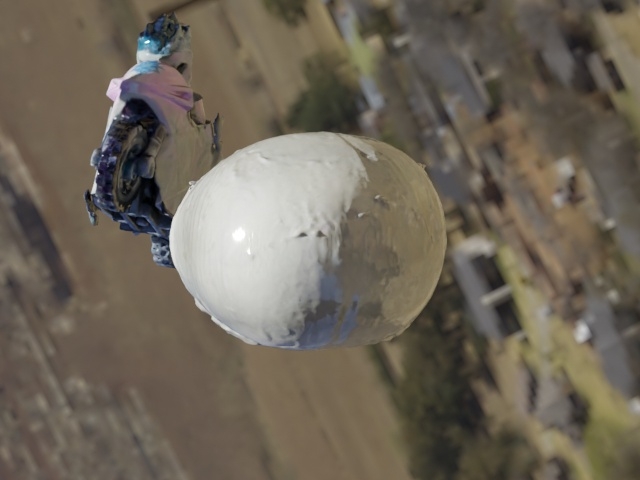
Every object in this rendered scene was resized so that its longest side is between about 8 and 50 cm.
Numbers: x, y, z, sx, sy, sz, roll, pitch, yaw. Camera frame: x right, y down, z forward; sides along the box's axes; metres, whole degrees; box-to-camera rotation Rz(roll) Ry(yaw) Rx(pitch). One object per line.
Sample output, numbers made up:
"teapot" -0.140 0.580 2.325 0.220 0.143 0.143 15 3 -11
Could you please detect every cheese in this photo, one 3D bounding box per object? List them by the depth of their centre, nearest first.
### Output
"cheese" 0.000 0.000 1.386 0.189 0.198 0.154 -132 42 -73

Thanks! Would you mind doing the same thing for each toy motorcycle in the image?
"toy motorcycle" -0.135 -0.096 1.717 0.239 0.108 0.204 109 171 -75
